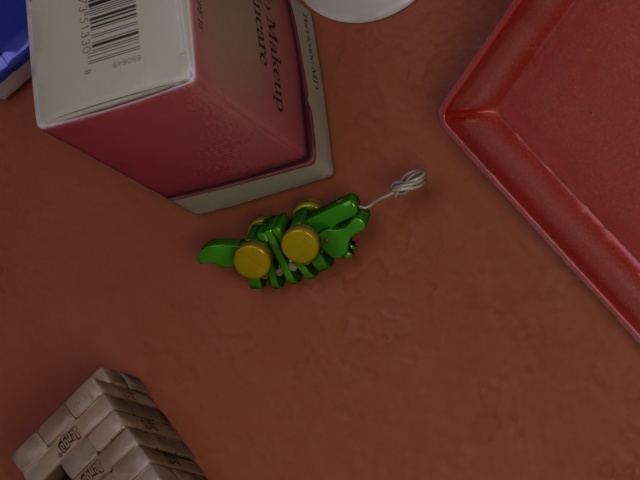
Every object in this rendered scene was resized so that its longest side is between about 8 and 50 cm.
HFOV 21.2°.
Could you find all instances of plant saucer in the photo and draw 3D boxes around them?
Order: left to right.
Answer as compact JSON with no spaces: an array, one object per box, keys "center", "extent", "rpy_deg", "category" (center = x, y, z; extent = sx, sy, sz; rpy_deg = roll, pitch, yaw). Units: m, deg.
[{"center":[0.232,-0.089,1.130],"extent":[0.259,0.048,0.258],"rpy_deg":[50,127,22],"category":"plant saucer"}]

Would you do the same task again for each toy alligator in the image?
[{"center":[0.000,0.000,1.270],"extent":[0.190,0.056,0.051],"rpy_deg":[-18,112,18],"category":"toy alligator"}]

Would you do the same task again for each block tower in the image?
[{"center":[-0.096,0.244,1.225],"extent":[0.097,0.091,0.335],"rpy_deg":[-45,63,9],"category":"block tower"}]

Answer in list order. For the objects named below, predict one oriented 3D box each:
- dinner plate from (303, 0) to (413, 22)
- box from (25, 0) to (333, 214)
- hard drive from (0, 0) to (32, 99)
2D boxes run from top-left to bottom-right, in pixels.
[{"center":[0.035,-0.238,1.333],"extent":[0.141,0.017,0.141],"rpy_deg":[-7,73,24],"category":"dinner plate"},{"center":[-0.098,-0.128,1.242],"extent":[0.127,0.232,0.148],"rpy_deg":[-15,71,20],"category":"box"},{"center":[-0.203,-0.297,1.443],"extent":[0.319,0.040,0.210],"rpy_deg":[-39,64,11],"category":"hard drive"}]
